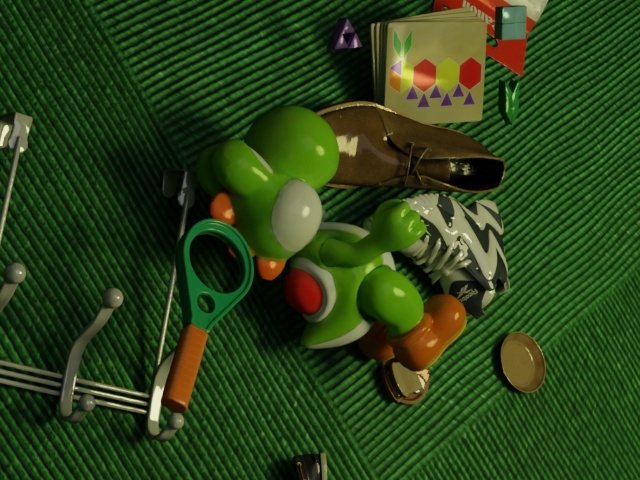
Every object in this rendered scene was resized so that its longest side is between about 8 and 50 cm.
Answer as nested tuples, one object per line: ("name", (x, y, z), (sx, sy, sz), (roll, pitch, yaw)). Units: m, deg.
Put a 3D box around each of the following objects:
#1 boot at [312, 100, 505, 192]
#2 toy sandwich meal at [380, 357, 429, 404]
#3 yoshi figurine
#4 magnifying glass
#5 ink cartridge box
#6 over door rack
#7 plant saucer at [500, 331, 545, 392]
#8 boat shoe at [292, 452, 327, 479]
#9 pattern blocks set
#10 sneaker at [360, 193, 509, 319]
("boot", (0.102, -0.109, 1.844), (0.305, 0.115, 0.112), (3, 103, -33))
("toy sandwich meal", (0.109, 0.165, 1.829), (0.085, 0.029, 0.086), (15, 65, -34))
("yoshi figurine", (0.019, -0.021, 1.713), (0.362, 0.203, 0.203), (44, 24, -25))
("magnifying glass", (-0.126, 0.076, 1.536), (0.092, 0.026, 0.231), (33, 48, -25))
("ink cartridge box", (0.260, -0.385, 2.146), (0.189, 0.066, 0.232), (27, 54, -29))
("over door rack", (-0.238, 0.030, 1.548), (0.239, 0.108, 0.324), (18, 62, -34))
("plant saucer", (0.268, 0.164, 1.967), (0.083, 0.015, 0.083), (14, 65, -34))
("boat shoe", (-0.010, 0.309, 1.672), (0.042, 0.049, 0.133), (-4, 84, -6))
("pattern blocks set", (0.140, -0.224, 1.931), (0.324, 0.026, 0.285), (4, 99, -35))
("sneaker", (0.160, 0.028, 1.878), (0.235, 0.094, 0.153), (4, 62, -49))
